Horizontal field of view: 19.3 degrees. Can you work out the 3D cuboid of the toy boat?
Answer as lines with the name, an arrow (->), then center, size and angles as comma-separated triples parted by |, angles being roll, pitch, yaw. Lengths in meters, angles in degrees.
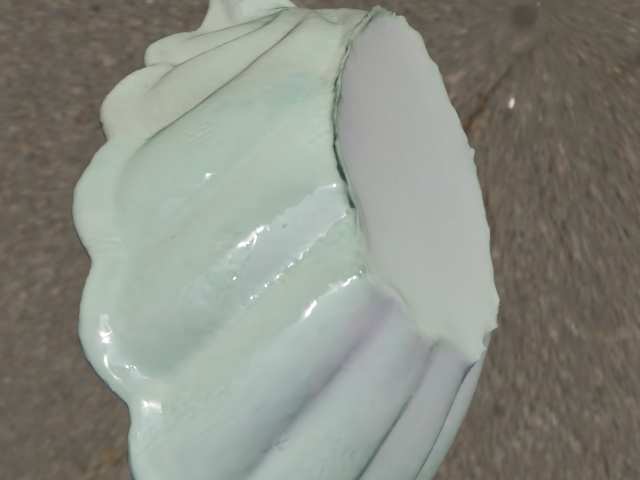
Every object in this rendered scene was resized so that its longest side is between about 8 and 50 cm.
toy boat -> 0.000, 0.000, 0.743 | 0.100, 0.290, 0.199 | -25, 133, 25
